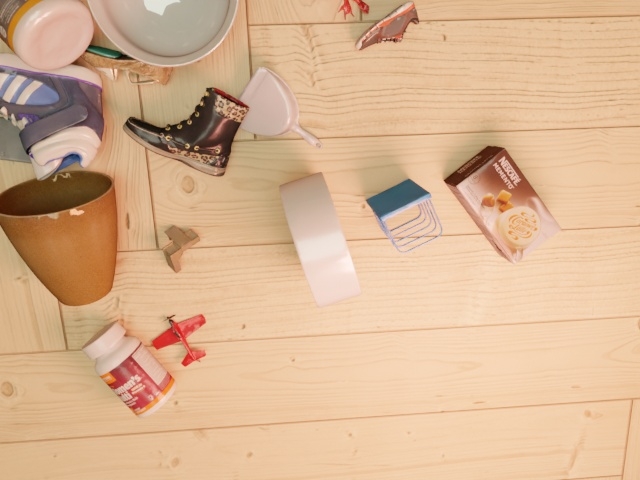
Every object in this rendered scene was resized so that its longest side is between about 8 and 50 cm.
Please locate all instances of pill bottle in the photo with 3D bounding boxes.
[{"bbox_3d":[-0.462,0.310,1.252,0.121,0.121,0.221,-35,104,5],"label":"pill bottle"},{"bbox_3d":[-0.587,-0.478,0.994,0.162,0.162,0.278,-45,83,7],"label":"pill bottle"}]

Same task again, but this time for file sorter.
[{"bbox_3d":[0.191,-0.056,1.182,0.118,0.170,0.104,-26,108,3],"label":"file sorter"}]

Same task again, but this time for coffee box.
[{"bbox_3d":[0.429,-0.086,1.226,0.141,0.098,0.246,-38,104,6],"label":"coffee box"}]

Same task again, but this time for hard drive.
[{"bbox_3d":[-0.646,-0.220,1.154,0.135,0.022,0.094,6,103,-6],"label":"hard drive"}]

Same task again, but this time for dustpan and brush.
[{"bbox_3d":[-0.084,-0.272,1.170,0.211,0.060,0.147,38,112,-5],"label":"dustpan and brush"}]

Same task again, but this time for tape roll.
[{"bbox_3d":[0.000,0.000,1.123,0.100,0.286,0.286,-18,105,0],"label":"tape roll"}]

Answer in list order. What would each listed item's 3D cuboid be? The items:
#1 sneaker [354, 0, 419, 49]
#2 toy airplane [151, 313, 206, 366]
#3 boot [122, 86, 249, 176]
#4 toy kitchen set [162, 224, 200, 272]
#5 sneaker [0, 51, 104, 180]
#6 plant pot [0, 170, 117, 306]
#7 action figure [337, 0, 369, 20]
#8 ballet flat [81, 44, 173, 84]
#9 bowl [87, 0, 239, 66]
[{"bbox_3d":[0.151,-0.456,1.134,0.158,0.061,0.065,-34,110,5],"label":"sneaker"},{"bbox_3d":[-0.344,0.253,1.293,0.151,0.028,0.151,-1,104,-5],"label":"toy airplane"},{"bbox_3d":[-0.287,-0.261,1.124,0.236,0.085,0.178,24,113,-16],"label":"boot"},{"bbox_3d":[-0.338,0.015,1.237,0.068,0.075,0.083,39,61,24],"label":"toy kitchen set"},{"bbox_3d":[-0.620,-0.247,1.068,0.323,0.130,0.236,3,84,-10],"label":"sneaker"},{"bbox_3d":[-0.546,0.007,1.135,0.237,0.237,0.254,-5,120,-3],"label":"plant pot"},{"bbox_3d":[0.115,-0.540,1.090,0.280,0.091,0.139,-15,95,0],"label":"action figure"},{"bbox_3d":[-0.424,-0.373,1.110,0.206,0.073,0.067,9,118,-3],"label":"ballet flat"},{"bbox_3d":[-0.306,-0.503,1.049,0.298,0.134,0.297,-1,104,-3],"label":"bowl"}]
